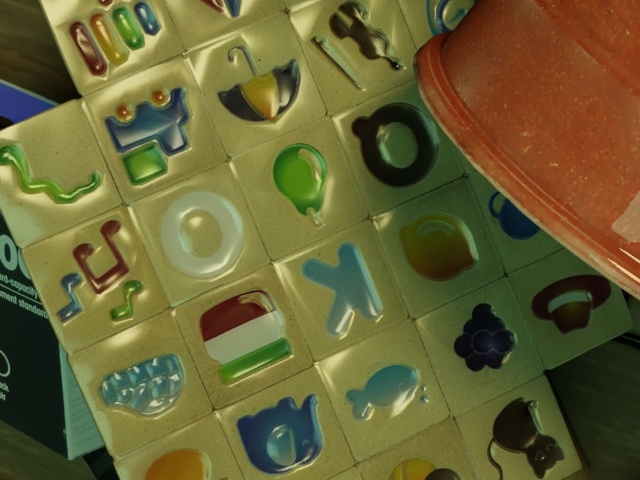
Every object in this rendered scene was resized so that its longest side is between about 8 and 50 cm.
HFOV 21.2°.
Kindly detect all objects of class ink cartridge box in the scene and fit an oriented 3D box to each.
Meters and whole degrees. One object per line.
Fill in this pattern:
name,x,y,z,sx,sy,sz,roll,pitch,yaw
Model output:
ink cartridge box,-0.205,0.001,1.016,0.206,0.045,0.208,22,123,37

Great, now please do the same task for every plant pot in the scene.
plant pot,0.224,-0.117,0.746,0.272,0.272,0.265,33,113,1

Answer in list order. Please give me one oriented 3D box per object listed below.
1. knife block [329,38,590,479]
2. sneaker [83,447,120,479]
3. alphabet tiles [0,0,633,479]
knife block,0.055,0.019,0.954,0.275,0.088,0.242,25,121,7
sneaker,-0.115,0.119,1.080,0.097,0.084,0.235,9,117,39
alphabet tiles,0.000,0.000,0.875,0.285,0.011,0.343,-25,99,-14
